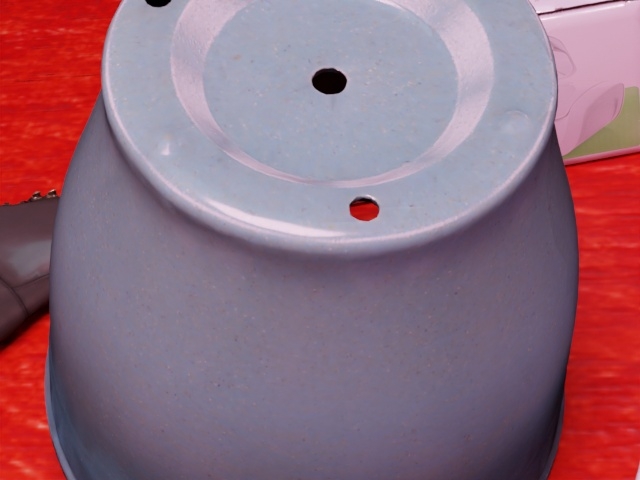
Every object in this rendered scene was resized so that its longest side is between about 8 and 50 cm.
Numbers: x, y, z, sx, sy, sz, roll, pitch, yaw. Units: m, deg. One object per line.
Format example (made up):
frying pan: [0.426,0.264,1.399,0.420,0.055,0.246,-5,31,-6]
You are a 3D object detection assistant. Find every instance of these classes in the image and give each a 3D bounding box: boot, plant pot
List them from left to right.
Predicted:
boot: [-0.224,-0.010,0.961,0.137,0.077,0.198,-31,58,-23]
plant pot: [0.000,0.000,0.694,0.272,0.255,0.271,2,56,-3]

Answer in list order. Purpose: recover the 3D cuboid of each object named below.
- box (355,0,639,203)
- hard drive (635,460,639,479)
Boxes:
box: [0.062,-0.151,0.980,0.262,0.126,0.231,-11,44,4]
hard drive: [0.242,0.168,0.644,0.237,0.064,0.339,7,46,21]
